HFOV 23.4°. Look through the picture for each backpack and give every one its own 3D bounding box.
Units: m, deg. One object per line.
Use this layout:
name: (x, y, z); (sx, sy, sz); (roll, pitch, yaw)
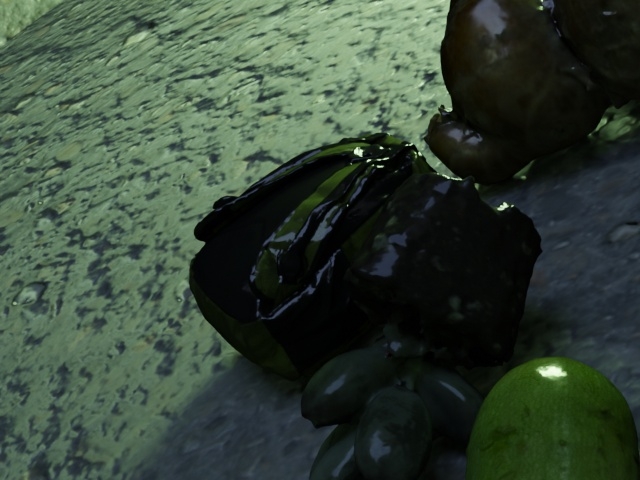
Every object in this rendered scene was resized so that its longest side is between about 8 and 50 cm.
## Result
backpack: (0.000, 0.000, 1.423); (0.253, 0.140, 0.207); (-42, 29, -8)

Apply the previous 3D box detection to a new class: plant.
plant: (0.072, 0.089, 1.194); (0.146, 0.149, 0.275); (104, -172, -65)

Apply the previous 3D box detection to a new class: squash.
squash: (0.135, 0.208, 0.940); (0.118, 0.118, 0.371); (-20, 31, 26)

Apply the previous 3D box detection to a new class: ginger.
ginger: (0.242, -0.198, 1.429); (0.375, 0.256, 0.176); (-39, -7, 23)
